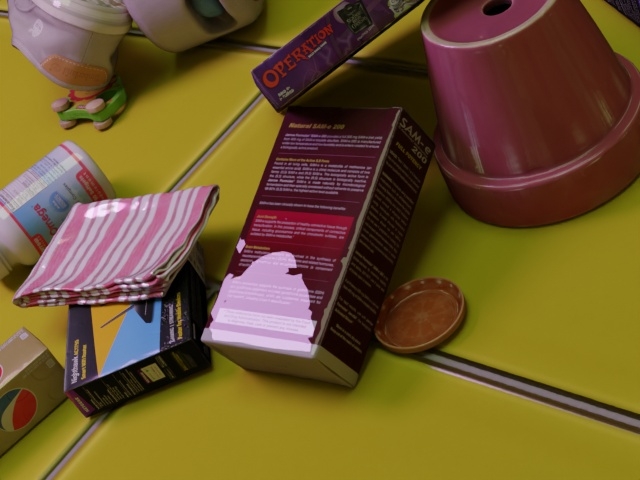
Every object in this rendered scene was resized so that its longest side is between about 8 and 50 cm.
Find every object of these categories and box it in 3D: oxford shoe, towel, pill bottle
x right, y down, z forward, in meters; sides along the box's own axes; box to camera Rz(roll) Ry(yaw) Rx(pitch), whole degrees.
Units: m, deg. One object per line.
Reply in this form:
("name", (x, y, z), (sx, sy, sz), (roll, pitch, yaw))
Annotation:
("oxford shoe", (-0.346, -0.304, 1.766), (0.169, 0.130, 0.449), (10, 20, -22))
("towel", (-0.203, 0.003, 1.331), (0.197, 0.029, 0.144), (-6, 40, 31))
("pill bottle", (-0.309, -0.030, 1.466), (0.160, 0.087, 0.087), (-41, 38, -14))

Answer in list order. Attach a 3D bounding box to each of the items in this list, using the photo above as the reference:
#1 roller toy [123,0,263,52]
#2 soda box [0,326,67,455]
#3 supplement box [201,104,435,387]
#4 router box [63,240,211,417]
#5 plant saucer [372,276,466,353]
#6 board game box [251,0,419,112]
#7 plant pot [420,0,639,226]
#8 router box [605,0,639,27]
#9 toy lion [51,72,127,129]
("roller toy", (-0.157, -0.338, 1.638), (0.146, 0.191, 0.209), (-20, 14, 15))
("soda box", (-0.322, 0.169, 1.265), (0.181, 0.061, 0.058), (-42, 40, -16))
("supplement box", (0.000, 0.000, 1.188), (0.130, 0.073, 0.239), (6, 68, 37))
("router box", (-0.176, 0.073, 1.292), (0.133, 0.046, 0.179), (-23, 37, 10))
("plant saucer", (0.086, 0.065, 1.159), (0.083, 0.013, 0.083), (-17, 39, 14))
("board game box", (0.027, -0.204, 1.319), (0.208, 0.056, 0.347), (-42, 5, 1))
("plant pot", (0.179, -0.143, 1.201), (0.201, 0.180, 0.201), (-18, 37, 15))
("router box", (0.429, -0.317, 1.321), (0.309, 0.081, 0.243), (-30, 37, -1))
("toy lion", (-0.278, -0.178, 1.667), (0.100, 0.034, 0.096), (7, 42, 38))
